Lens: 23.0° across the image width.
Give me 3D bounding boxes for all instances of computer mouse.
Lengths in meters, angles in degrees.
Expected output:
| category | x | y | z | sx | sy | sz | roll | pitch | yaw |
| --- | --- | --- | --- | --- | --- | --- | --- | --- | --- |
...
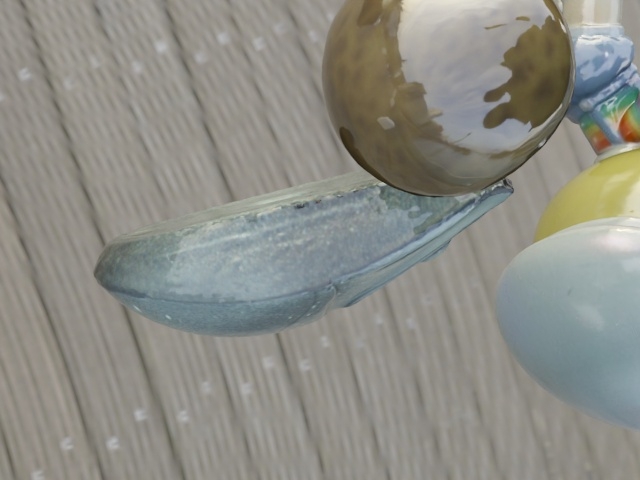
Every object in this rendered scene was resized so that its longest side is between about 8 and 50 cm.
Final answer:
| category | x | y | z | sx | sy | sz | roll | pitch | yaw |
| --- | --- | --- | --- | --- | --- | --- | --- | --- | --- |
| computer mouse | 0.000 | 0.006 | 0.800 | 0.113 | 0.229 | 0.068 | -71 | 147 | -81 |

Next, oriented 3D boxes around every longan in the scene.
| category | x | y | z | sx | sy | sz | roll | pitch | yaw |
| --- | --- | --- | --- | --- | --- | --- | --- | --- | --- |
| longan | 0.054 | -0.073 | 0.663 | 0.092 | 0.113 | 0.113 | -7 | 80 | -62 |

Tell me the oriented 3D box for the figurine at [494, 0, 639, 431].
| category | x | y | z | sx | sy | sz | roll | pitch | yaw |
| --- | --- | --- | --- | --- | --- | --- | --- | --- | --- |
| figurine | 0.211 | -0.041 | 1.180 | 0.205 | 0.224 | 0.381 | -6 | 63 | -15 |
